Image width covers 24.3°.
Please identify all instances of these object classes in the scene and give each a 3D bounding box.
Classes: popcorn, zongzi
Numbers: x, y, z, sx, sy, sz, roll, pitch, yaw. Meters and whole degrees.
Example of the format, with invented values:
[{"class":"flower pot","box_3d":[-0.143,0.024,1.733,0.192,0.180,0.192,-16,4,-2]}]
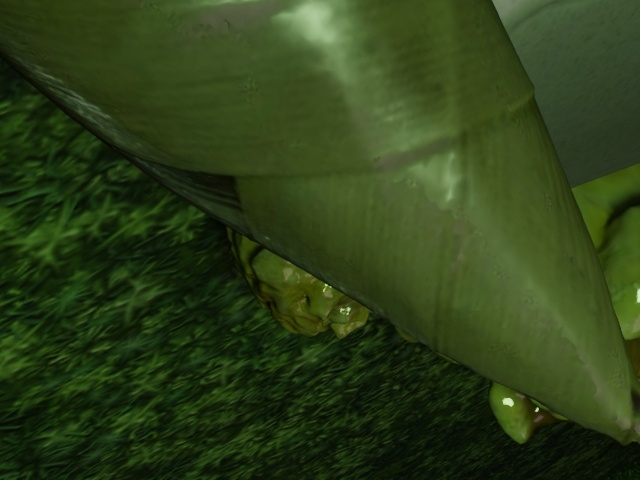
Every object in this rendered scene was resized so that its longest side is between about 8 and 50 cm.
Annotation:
[{"class":"popcorn","box_3d":[0.000,0.000,0.897,0.106,0.116,0.121,-36,118,-15]},{"class":"zongzi","box_3d":[-0.027,-0.081,0.399,0.154,0.317,0.289,-45,158,8]},{"class":"popcorn","box_3d":[0.155,0.021,1.004,0.256,0.255,0.195,16,113,-24]}]

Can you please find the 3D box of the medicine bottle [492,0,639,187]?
[{"class":"medicine bottle","box_3d":[0.152,-0.129,0.811,0.375,0.123,0.282,-18,155,-32]}]
